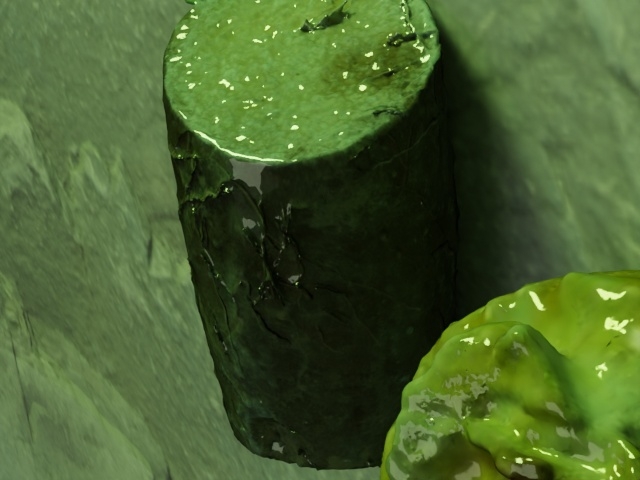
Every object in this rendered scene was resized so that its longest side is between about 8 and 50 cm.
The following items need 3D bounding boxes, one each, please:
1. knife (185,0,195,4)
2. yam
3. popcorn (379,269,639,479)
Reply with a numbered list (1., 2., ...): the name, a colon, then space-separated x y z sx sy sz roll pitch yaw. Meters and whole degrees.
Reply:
1. knife: -0.068 -0.173 0.974 0.054 0.015 0.212 25 131 52
2. yam: 0.000 0.000 0.849 0.154 0.154 0.254 32 135 48
3. popcorn: 0.118 0.123 0.695 0.204 0.183 0.221 -35 66 49
